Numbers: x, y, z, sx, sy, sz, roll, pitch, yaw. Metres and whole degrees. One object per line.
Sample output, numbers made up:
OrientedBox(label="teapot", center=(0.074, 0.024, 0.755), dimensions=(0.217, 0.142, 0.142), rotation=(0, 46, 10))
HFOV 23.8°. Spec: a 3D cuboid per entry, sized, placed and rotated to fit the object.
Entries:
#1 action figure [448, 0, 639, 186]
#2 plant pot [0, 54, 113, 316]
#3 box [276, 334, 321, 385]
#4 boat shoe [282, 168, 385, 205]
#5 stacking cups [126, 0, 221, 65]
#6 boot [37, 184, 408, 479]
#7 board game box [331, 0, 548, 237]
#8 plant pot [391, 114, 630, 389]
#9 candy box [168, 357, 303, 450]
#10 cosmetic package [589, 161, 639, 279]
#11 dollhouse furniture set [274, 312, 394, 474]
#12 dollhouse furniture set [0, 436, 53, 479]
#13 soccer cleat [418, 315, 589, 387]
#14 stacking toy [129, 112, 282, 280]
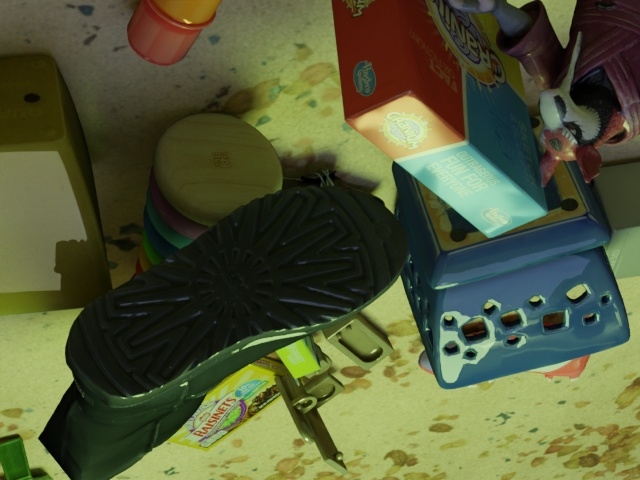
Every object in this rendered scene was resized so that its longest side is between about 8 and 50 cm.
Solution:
OrientedBox(label="action figure", center=(0.273, -0.207, 1.396), dimensions=(0.248, 0.370, 0.275), rotation=(20, 168, 18))
OrientedBox(label="plant pot", center=(-0.323, -0.065, 1.497), dimensions=(0.212, 0.212, 0.187), rotation=(-6, 132, -12))
OrientedBox(label="box", center=(-0.048, 0.092, 1.871), dimensions=(0.042, 0.109, 0.178), rotation=(-20, 144, 6))
OrientedBox(label="boat shoe", center=(0.000, -0.050, 1.739), dimensions=(0.183, 0.066, 0.066), rotation=(13, 133, -47))
OrientedBox(label="stacking cups", center=(-0.083, -0.279, 1.370), dimensions=(0.096, 0.096, 0.316), rotation=(6, 142, -26))
OrientedBox(label="boot", center=(-0.121, 0.121, 1.657), dimensions=(0.367, 0.146, 0.445), rotation=(-21, 163, -19))
OrientedBox(label="board game box", center=(0.097, -0.191, 1.350), dimensions=(0.064, 0.316, 0.242), rotation=(-23, 145, 26))
OrientedBox(label="plant pot", center=(0.206, 0.001, 1.738), dimensions=(0.236, 0.236, 0.212), rotation=(-15, 138, 1))
OrientedBox(label="candy box", center=(-0.131, 0.225, 2.096), dimensions=(0.105, 0.027, 0.206), rotation=(24, 130, -39))
OrientedBox(label="cosmetic package", center=(0.444, -0.034, 1.875), dimensions=(0.238, 0.107, 0.127), rotation=(-12, 148, -8))
OrientedBox(label="dollhouse furniture set", center=(0.034, 0.200, 2.011), dimensions=(0.151, 0.123, 0.144), rotation=(-36, 141, 10))
OrientedBox(label="dollhouse furniture set", center=(-0.425, 0.322, 2.133), dimensions=(0.076, 0.058, 0.151), rotation=(-18, 165, -7))
OrientedBox(label="soccer cleat", center=(0.256, 0.145, 2.092), dimensions=(0.248, 0.083, 0.095), rotation=(1, 113, -12))
OrientedBox(label="stacking toy", center=(-0.155, 0.004, 1.708), dimensions=(0.141, 0.141, 0.330), rotation=(2, 147, -21))
